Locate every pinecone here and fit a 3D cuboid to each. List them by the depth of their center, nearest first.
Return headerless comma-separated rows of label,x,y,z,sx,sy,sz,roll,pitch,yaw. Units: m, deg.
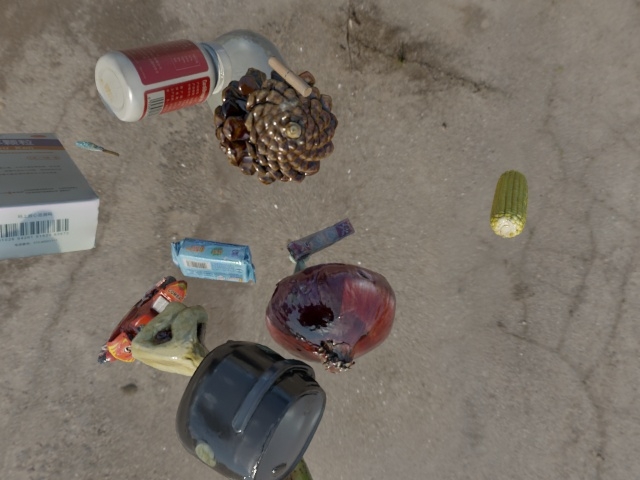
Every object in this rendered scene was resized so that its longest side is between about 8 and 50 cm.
pinecone,-0.109,-0.249,1.092,0.264,0.264,0.264,0,89,-2

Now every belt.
belt,0.000,0.000,1.328,0.232,0.071,0.053,-25,89,-44

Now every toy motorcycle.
toy motorcycle,-0.477,0.218,1.380,0.089,0.171,0.298,44,71,-18

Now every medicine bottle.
medicine bottle,-0.305,-0.325,1.027,0.250,0.131,0.131,-32,90,-42

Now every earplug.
earplug,-0.236,-0.505,1.749,0.313,0.312,0.394,-29,90,-2

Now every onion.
onion,0.031,0.219,1.316,0.348,0.347,0.285,-3,49,-2

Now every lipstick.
lipstick,-0.048,-0.257,0.805,0.019,0.019,0.094,-41,64,-2

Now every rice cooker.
rice cooker,-0.134,0.325,1.002,0.225,0.267,0.267,24,88,28

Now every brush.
brush,-0.773,-0.320,1.819,0.070,0.196,0.021,7,91,16

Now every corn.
corn,0.456,-0.090,1.239,0.081,0.248,0.081,13,127,17

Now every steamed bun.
steamed bun,-0.327,0.217,1.194,0.172,0.140,0.155,5,59,14

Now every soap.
soap,-0.361,0.070,1.752,0.293,0.156,0.077,7,57,-2

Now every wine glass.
wine glass,-0.055,0.097,1.508,0.073,0.073,0.155,-2,45,-2

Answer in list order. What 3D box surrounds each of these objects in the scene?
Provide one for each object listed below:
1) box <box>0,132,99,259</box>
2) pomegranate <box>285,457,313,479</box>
box,-0.539,-0.090,0.910,0.200,0.299,0.106,-9,127,-38
pomegranate,-0.136,0.661,1.373,0.204,0.276,0.221,-14,52,19
